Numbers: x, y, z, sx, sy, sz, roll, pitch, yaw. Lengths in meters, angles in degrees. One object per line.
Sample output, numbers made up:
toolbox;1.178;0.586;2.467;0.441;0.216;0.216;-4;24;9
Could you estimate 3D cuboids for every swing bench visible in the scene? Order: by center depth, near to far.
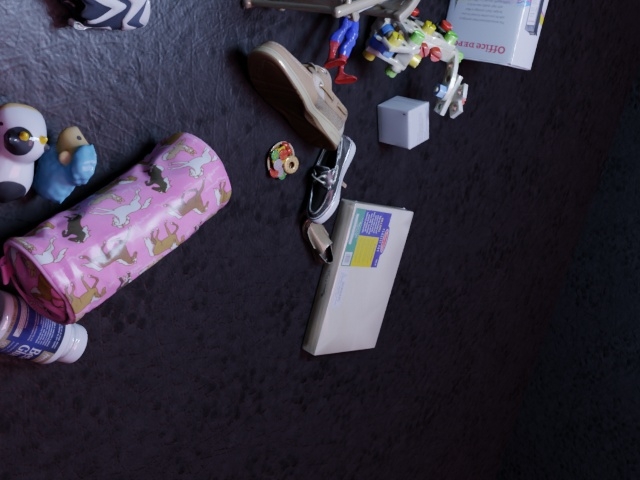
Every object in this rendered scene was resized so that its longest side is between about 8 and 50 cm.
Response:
swing bench;0.033;-0.502;1.263;0.254;0.253;0.165;-13;117;-45

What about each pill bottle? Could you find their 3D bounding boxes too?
pill bottle;-0.474;0.150;1.109;0.169;0.094;0.094;35;80;-50

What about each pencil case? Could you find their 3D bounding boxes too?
pencil case;-0.326;-0.028;1.110;0.386;0.167;0.160;-45;117;-37

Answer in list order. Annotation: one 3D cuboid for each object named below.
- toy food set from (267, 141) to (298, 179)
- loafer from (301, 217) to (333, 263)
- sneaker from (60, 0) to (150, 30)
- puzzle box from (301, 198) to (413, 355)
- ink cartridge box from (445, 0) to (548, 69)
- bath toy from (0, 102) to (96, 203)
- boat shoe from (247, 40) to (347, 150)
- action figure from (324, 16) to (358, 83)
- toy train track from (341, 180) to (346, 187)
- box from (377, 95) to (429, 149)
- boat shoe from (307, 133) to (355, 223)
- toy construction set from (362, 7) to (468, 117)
toy food set;-0.084;-0.174;1.467;0.082;0.020;0.083;-37;133;-32
loafer;0.000;0.000;1.623;0.056;0.050;0.148;-48;137;-23
sneaker;-0.334;-0.417;0.987;0.153;0.094;0.235;-30;150;-40
puzzle box;0.104;0.099;1.790;0.272;0.052;0.409;5;103;-50
ink cartridge box;0.455;-0.611;1.724;0.131;0.226;0.306;-7;114;-46
bath toy;-0.498;-0.125;0.927;0.348;0.129;0.151;1;106;-49
boat shoe;-0.039;-0.313;1.387;0.110;0.121;0.341;-64;152;-11
action figure;0.096;-0.470;1.399;0.091;0.139;0.280;45;46;-57
toy train track;0.039;-0.147;1.631;0.083;0.014;0.048;32;75;-57
box;0.208;-0.296;1.683;0.087;0.102;0.101;-32;130;-39
boat shoe;0.010;-0.148;1.552;0.070;0.077;0.219;30;76;-52
toy construction set;0.238;-0.433;1.563;0.327;0.215;0.151;27;128;-38
